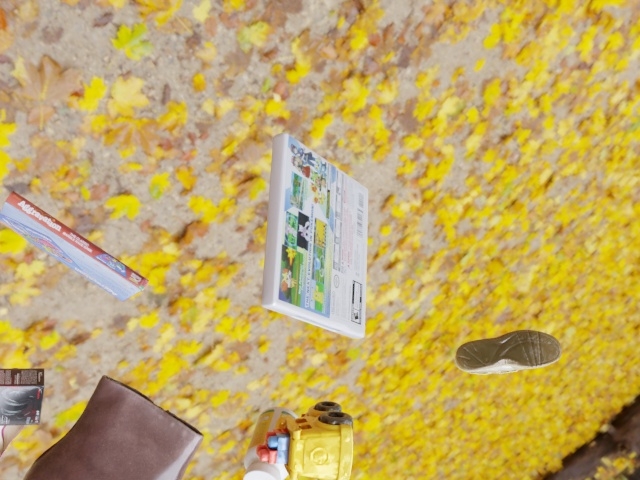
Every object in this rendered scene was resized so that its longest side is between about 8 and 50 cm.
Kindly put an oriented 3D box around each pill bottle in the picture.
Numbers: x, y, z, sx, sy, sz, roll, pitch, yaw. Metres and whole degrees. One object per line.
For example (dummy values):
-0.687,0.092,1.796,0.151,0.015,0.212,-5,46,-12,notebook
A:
-0.122,0.524,1.720,0.118,0.117,0.208,-62,-175,30,pill bottle

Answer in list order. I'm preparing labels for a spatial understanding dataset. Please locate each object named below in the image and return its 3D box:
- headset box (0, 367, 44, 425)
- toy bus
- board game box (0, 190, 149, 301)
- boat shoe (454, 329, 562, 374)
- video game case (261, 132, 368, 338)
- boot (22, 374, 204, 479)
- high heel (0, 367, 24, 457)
-0.360,0.178,0.786,0.083,0.032,0.062,5,120,-25,headset box
-0.043,0.458,1.578,0.211,0.220,0.150,2,93,-13,toy bus
-0.462,0.018,1.291,0.145,0.281,0.027,-24,-146,56,board game box
0.234,0.142,0.877,0.135,0.050,0.045,-2,162,-3,boat shoe
0.000,0.000,1.337,0.036,0.329,0.300,-10,157,33,video game case
-0.172,0.274,0.654,0.207,0.248,0.090,-55,172,-11,boot
-0.578,0.357,1.244,0.082,0.117,0.244,32,89,-39,high heel
